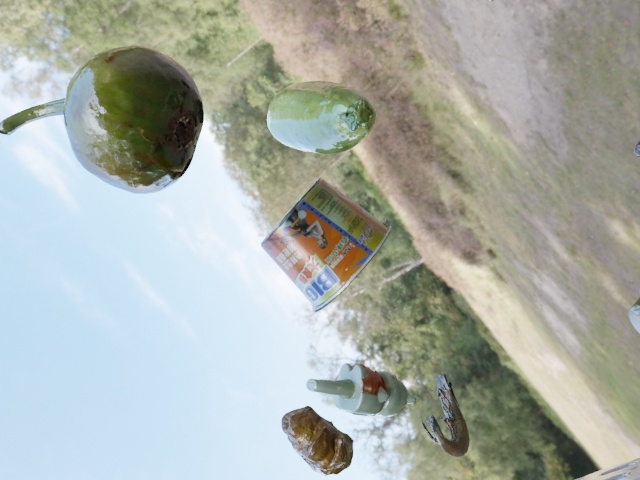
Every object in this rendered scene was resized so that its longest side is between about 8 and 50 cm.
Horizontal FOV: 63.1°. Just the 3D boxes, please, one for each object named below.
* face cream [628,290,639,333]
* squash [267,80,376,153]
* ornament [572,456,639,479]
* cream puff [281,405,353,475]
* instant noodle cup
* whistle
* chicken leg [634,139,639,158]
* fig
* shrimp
[{"bbox_3d":[1.070,0.133,1.474,0.219,0.357,0.312,49,166,-8],"label":"face cream"},{"bbox_3d":[0.006,-0.191,0.811,0.118,0.118,0.371,50,172,-24],"label":"squash"},{"bbox_3d":[0.410,0.373,0.575,0.239,0.240,0.239,67,-178,-63],"label":"ornament"},{"bbox_3d":[-0.004,0.659,1.694,0.241,0.154,0.269,30,167,46],"label":"cream puff"},{"bbox_3d":[0.000,0.000,1.285,0.214,0.296,0.296,42,-173,-5],"label":"instant noodle cup"},{"bbox_3d":[0.084,0.299,1.037,0.253,0.101,0.105,16,-135,-30],"label":"whistle"},{"bbox_3d":[0.804,-0.158,1.177,0.205,0.093,0.053,47,-137,9],"label":"chicken leg"},{"bbox_3d":[-0.245,-0.131,0.561,0.246,0.149,0.149,9,168,22],"label":"fig"},{"bbox_3d":[0.321,0.456,1.372,0.152,0.046,0.219,14,-128,-37],"label":"shrimp"}]
